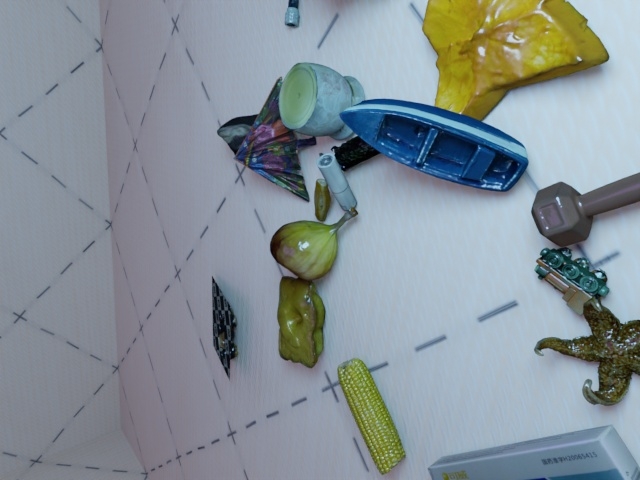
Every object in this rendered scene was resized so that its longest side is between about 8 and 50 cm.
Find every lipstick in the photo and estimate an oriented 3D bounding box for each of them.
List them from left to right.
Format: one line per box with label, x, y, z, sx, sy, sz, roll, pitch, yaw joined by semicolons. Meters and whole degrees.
lipstick;-0.066;-0.589;1.000;0.037;0.037;0.116;16;104;46

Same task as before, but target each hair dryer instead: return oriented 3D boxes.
hair dryer;0.014;-0.172;0.927;0.044;0.155;0.183;-28;51;3

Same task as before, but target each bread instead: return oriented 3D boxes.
bread;-0.049;0.208;1.082;0.161;0.088;0.233;-1;93;44

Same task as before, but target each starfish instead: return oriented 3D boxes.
starfish;0.403;0.139;0.551;0.146;0.074;0.190;53;134;14

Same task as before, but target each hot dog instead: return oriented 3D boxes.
hot dog;0.005;-0.093;0.975;0.044;0.028;0.137;46;153;29

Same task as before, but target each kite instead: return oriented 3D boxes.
kite;-0.122;-0.244;1.054;0.234;0.016;0.321;-10;98;18

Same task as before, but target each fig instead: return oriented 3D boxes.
fig;-0.009;0.014;0.957;0.231;0.160;0.143;-14;42;46

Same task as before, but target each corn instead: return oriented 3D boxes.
corn;0.113;0.391;0.930;0.081;0.081;0.248;-46;61;42

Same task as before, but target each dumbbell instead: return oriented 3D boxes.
dumbbell;0.397;-0.064;0.525;0.231;0.082;0.092;-27;75;48

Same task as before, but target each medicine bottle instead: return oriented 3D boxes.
medicine bottle;0.003;-0.299;0.887;0.147;0.143;0.147;2;93;49

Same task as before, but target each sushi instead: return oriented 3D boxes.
sushi;-0.329;0.301;1.443;0.264;0.050;0.290;33;123;57

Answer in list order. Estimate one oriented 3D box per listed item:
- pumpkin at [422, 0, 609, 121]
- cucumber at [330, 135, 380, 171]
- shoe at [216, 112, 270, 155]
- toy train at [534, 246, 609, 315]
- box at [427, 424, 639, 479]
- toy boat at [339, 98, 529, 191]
pumpkin;0.255;-0.312;0.636;0.290;0.095;0.258;-20;87;52
cucumber;0.112;-0.205;0.838;0.245;0.067;0.067;-16;84;50
shoe;-0.182;-0.290;1.149;0.227;0.099;0.112;7;134;29
toy train;0.370;0.055;0.610;0.103;0.044;0.064;46;139;33
box;0.358;0.440;0.668;0.343;0.065;0.200;-44;65;43
toy boat;0.176;-0.165;0.656;0.299;0.061;0.096;21;148;5
